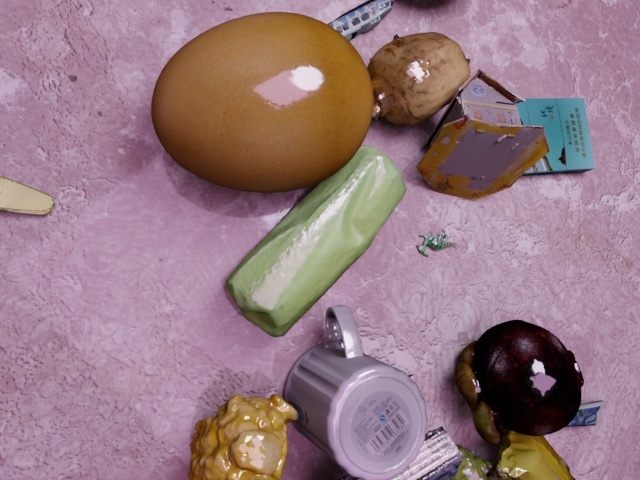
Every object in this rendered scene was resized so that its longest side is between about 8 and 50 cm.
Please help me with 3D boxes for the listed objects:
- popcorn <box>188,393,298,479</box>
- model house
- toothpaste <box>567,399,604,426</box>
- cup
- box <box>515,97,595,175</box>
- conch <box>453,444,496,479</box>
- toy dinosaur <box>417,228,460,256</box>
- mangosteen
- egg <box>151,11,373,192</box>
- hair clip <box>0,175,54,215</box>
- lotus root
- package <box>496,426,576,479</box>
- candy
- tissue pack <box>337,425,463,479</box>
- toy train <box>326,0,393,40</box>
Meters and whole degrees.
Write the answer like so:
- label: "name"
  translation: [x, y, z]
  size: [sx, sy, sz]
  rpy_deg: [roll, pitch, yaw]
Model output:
- label: "popcorn"
  translation: [-0.115, 0.299, 0.599]
  size: [0.140, 0.194, 0.164]
  rpy_deg: [19, 55, -11]
- label: "model house"
  translation: [0.279, -0.192, 0.780]
  size: [0.207, 0.219, 0.136]
  rpy_deg: [4, 63, -8]
- label: "toothpaste"
  translation: [0.495, 0.355, 0.850]
  size: [0.197, 0.035, 0.057]
  rpy_deg: [3, 99, -18]
- label: "cup"
  translation: [0.034, 0.228, 0.637]
  size: [0.166, 0.202, 0.221]
  rpy_deg: [-34, 94, -20]
- label: "box"
  translation: [0.475, -0.221, 0.898]
  size: [0.229, 0.041, 0.162]
  rpy_deg: [-5, 86, -17]
- label: "conch"
  translation: [0.264, 0.423, 0.766]
  size: [0.121, 0.074, 0.089]
  rpy_deg: [-21, 57, -1]
- label: "toy dinosaur"
  translation: [0.227, 0.011, 0.812]
  size: [0.083, 0.021, 0.062]
  rpy_deg: [38, 82, -6]
- label: "mangosteen"
  translation: [0.346, 0.241, 0.741]
  size: [0.209, 0.210, 0.210]
  rpy_deg: [2, 84, -16]
- label: "egg"
  translation: [-0.080, -0.194, 0.622]
  size: [0.322, 0.250, 0.250]
  rpy_deg: [-14, 88, -14]
- label: "hair clip"
  translation: [-0.488, -0.072, 0.601]
  size: [0.188, 0.033, 0.060]
  rpy_deg: [15, 83, -15]
- label: "lotus root"
  translation: [0.176, -0.300, 0.767]
  size: [0.256, 0.140, 0.154]
  rpy_deg: [-35, 88, -24]
- label: "package"
  translation: [0.395, 0.428, 0.767]
  size: [0.226, 0.090, 0.168]
  rpy_deg: [54, 39, -3]
- label: "candy"
  translation: [0.000, 0.000, 0.688]
  size: [0.142, 0.132, 0.343]
  rpy_deg: [43, 75, -3]
- label: "tissue pack"
  translation: [0.101, 0.397, 0.662]
  size: [0.235, 0.174, 0.073]
  rpy_deg: [-18, 47, -19]
- label: "toy train"
  translation: [0.061, -0.408, 0.793]
  size: [0.207, 0.043, 0.047]
  rpy_deg: [-35, 97, -17]
